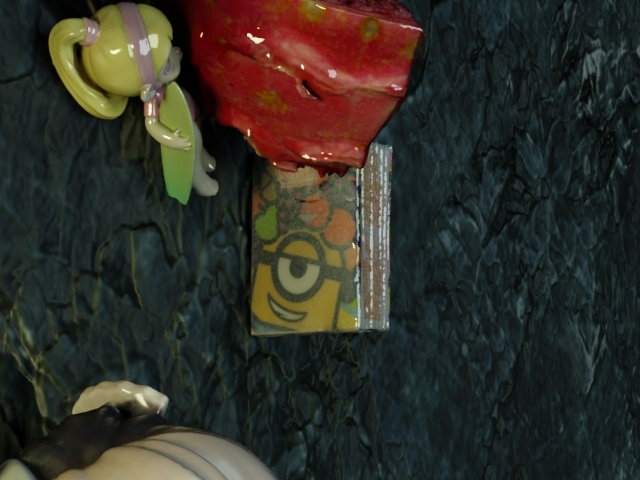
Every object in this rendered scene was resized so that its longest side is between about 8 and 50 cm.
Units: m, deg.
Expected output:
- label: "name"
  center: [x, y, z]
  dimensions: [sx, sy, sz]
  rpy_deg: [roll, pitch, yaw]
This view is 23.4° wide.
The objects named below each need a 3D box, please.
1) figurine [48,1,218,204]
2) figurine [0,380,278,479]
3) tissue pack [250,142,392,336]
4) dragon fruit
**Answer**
- label: "figurine"
  center: [-0.119, -0.094, 1.072]
  dimensions: [0.187, 0.083, 0.083]
  rpy_deg: [61, 40, -52]
- label: "figurine"
  center: [-0.107, 0.279, 0.896]
  dimensions: [0.211, 0.253, 0.361]
  rpy_deg: [-12, 105, -39]
- label: "tissue pack"
  center: [0.000, 0.000, 1.190]
  dimensions: [0.060, 0.108, 0.148]
  rpy_deg: [11, 77, -53]
- label: "dragon fruit"
  center: [-0.037, -0.153, 1.100]
  dimensions: [0.189, 0.163, 0.262]
  rpy_deg: [32, 16, -30]
